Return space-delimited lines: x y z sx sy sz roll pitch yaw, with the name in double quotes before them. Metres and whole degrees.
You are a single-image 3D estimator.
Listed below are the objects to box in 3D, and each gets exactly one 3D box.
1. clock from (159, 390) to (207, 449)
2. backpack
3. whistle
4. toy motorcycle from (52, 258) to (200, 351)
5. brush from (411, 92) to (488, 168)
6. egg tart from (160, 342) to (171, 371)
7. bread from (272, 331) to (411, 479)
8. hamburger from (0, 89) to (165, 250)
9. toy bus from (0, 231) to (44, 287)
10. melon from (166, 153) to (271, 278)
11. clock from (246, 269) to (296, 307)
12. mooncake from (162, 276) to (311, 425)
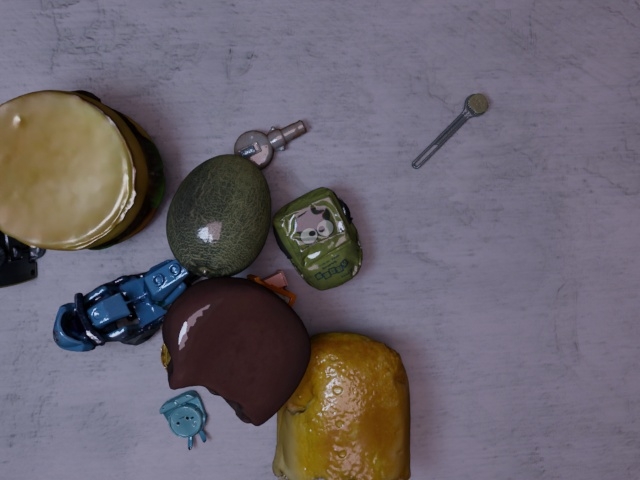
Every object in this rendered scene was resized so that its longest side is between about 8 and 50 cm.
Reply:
"clock" -0.367 0.497 1.290 0.108 0.045 0.147 -26 93 2
"backpack" 0.000 0.000 1.225 0.206 0.140 0.254 -27 99 1
"whistle" -0.140 -0.258 1.248 0.219 0.057 0.107 -26 92 -1
"toy motorcycle" -0.491 0.170 1.179 0.415 0.232 0.172 -29 81 1
"brush" 0.348 -0.292 1.263 0.062 0.027 0.266 44 92 -2
"egg tart" -0.344 0.314 1.268 0.191 0.074 0.192 0 95 1
"bread" 0.055 0.430 1.186 0.360 0.250 0.395 0 92 -1
"hamburger" -0.596 -0.163 1.138 0.394 0.277 0.397 0 94 -3
"toy bus" -0.864 -0.062 1.195 0.201 0.177 0.366 -4 94 6
"melon" -0.242 -0.062 1.147 0.248 0.249 0.330 12 56 -1
"clock" -0.187 0.196 1.218 0.255 0.106 0.220 -23 100 -22
"mooncake" -0.187 0.247 1.063 0.325 0.174 0.335 0 96 -26
